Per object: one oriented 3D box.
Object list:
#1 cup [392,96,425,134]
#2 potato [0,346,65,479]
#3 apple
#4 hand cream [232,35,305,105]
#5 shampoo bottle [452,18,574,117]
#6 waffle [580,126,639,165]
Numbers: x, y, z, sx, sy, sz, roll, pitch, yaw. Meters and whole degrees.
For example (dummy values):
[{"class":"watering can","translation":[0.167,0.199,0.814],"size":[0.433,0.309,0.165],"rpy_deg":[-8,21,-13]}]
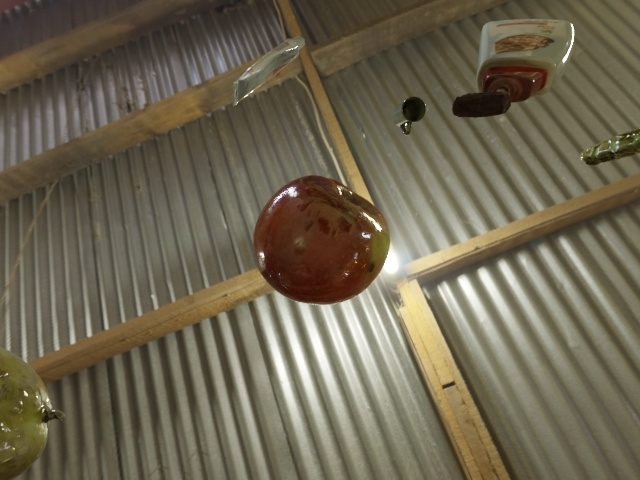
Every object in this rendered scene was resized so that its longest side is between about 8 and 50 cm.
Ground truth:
[{"class":"cup","translation":[0.200,-0.278,0.954],"size":[0.054,0.083,0.075],"rpy_deg":[-21,-83,-5]},{"class":"potato","translation":[-0.366,0.157,0.378],"size":[0.251,0.174,0.159],"rpy_deg":[8,-93,-13]},{"class":"apple","translation":[0.000,0.000,1.072],"size":[0.348,0.348,0.277],"rpy_deg":[41,-70,25]},{"class":"hand cream","translation":[-0.102,-0.345,0.840],"size":[0.038,0.052,0.216],"rpy_deg":[23,-122,33]},{"class":"shampoo bottle","translation":[0.289,-0.263,0.643],"size":[0.153,0.071,0.284],"rpy_deg":[16,-134,26]},{"class":"waffle","translation":[0.985,-0.299,1.277],"size":[0.297,0.317,0.073],"rpy_deg":[-12,-90,-17]}]
